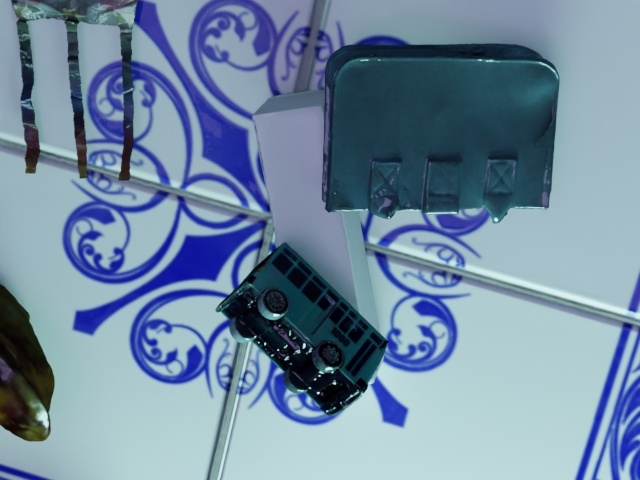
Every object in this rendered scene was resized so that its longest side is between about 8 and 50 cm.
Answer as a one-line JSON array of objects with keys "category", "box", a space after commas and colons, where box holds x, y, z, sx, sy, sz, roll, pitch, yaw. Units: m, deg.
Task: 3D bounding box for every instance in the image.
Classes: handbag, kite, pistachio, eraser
[{"category": "handbag", "box": [0.115, -0.102, 1.591, 0.229, 0.062, 0.179, -2, 110, -10]}, {"category": "kite", "box": [-0.260, -0.242, 1.684, 0.204, 0.022, 0.360, 5, 105, 10]}, {"category": "pistachio", "box": [-0.359, 0.130, 1.772, 0.130, 0.165, 0.210, -36, 84, -18]}, {"category": "eraser", "box": [0.000, 0.000, 1.675, 0.076, 0.078, 0.298, -7, 106, 14]}]

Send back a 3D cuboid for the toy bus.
[{"category": "toy bus", "box": [-0.012, 0.088, 1.615, 0.160, 0.092, 0.079, 44, 141, -4]}]
